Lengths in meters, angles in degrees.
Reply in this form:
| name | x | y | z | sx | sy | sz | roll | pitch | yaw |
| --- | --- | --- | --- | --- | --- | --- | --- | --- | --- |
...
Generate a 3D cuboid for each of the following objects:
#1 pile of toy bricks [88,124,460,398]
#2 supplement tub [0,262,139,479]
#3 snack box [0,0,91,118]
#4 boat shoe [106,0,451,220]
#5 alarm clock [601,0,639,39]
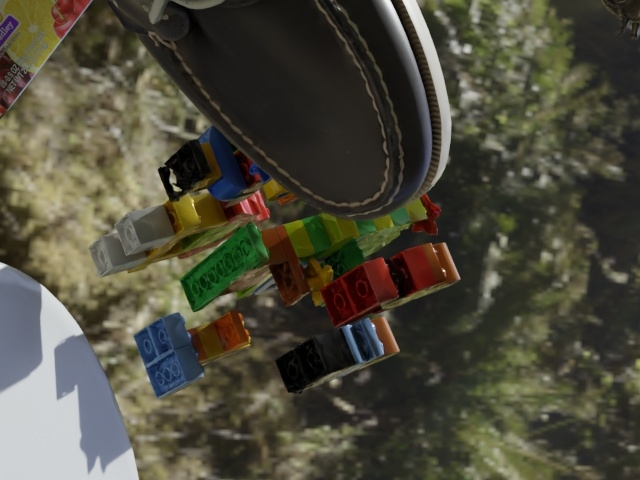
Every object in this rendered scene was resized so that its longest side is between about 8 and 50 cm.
| name | x | y | z | sx | sy | sz | roll | pitch | yaw |
| --- | --- | --- | --- | --- | --- | --- | --- | --- | --- |
| pile of toy bricks | 0.000 | 0.000 | 0.638 | 0.212 | 0.105 | 0.118 | -33 | -104 | 53 |
| supplement tub | -0.248 | 0.129 | 0.538 | 0.325 | 0.235 | 0.235 | -10 | -106 | 17 |
| snack box | -0.307 | -0.221 | 1.266 | 0.070 | 0.207 | 0.174 | -31 | -155 | 56 |
| boat shoe | -0.045 | -0.078 | 0.370 | 0.075 | 0.065 | 0.206 | -24 | -70 | 36 |
| alarm clock | 0.264 | -0.266 | 1.259 | 0.129 | 0.064 | 0.192 | -178 | -98 | -74 |
